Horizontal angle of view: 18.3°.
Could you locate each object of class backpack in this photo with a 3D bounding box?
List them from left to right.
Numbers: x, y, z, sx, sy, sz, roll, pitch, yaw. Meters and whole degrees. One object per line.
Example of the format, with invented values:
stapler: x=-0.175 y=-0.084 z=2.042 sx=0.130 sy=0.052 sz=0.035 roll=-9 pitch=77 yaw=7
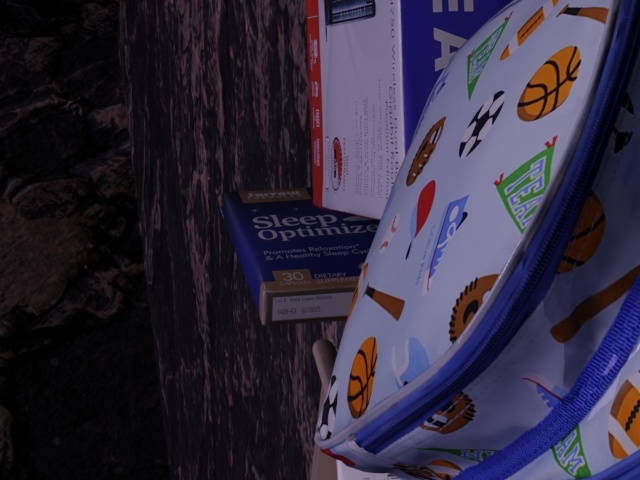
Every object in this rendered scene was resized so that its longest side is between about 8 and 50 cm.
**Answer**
backpack: x=0.137 y=0.011 z=0.703 sx=0.263 sy=0.213 sz=0.276 roll=-28 pitch=42 yaw=56

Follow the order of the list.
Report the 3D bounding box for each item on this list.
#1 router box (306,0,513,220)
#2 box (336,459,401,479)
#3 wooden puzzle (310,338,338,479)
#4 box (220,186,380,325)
router box: x=0.057 y=-0.185 z=1.408 sx=0.301 sy=0.082 sz=0.335 roll=-165 pitch=73 yaw=-78
box: x=0.078 y=0.153 z=1.201 sx=0.170 sy=0.091 sz=0.130 roll=15 pitch=-110 yaw=-71
wooden puzzle: x=0.030 y=0.240 z=1.761 sx=0.221 sy=0.044 sz=0.238 roll=-108 pitch=15 yaw=-50
box: x=0.000 y=0.000 z=1.594 sx=0.225 sy=0.136 sz=0.036 roll=-117 pitch=26 yaw=-63
